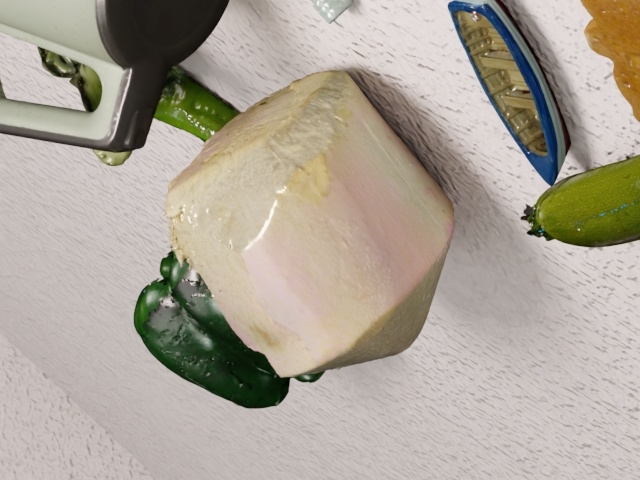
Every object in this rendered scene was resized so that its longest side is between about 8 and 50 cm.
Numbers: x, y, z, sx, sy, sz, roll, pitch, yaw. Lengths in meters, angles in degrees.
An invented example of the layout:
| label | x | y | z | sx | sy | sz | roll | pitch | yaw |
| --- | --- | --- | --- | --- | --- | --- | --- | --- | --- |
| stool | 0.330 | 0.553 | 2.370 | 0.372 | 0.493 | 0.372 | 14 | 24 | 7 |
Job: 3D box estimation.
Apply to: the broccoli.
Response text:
| label | x | y | z | sx | sy | sz | roll | pitch | yaw |
| --- | --- | --- | --- | --- | --- | --- | --- | --- | --- |
| broccoli | -0.258 | -0.214 | 2.171 | 0.198 | 0.177 | 0.275 | 53 | -162 | -15 |

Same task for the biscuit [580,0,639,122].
| label | x | y | z | sx | sy | sz | roll | pitch | yaw |
| --- | --- | --- | --- | --- | --- | --- | --- | --- | --- |
| biscuit | 0.298 | -0.165 | 1.658 | 0.133 | 0.027 | 0.184 | 2 | 136 | 55 |

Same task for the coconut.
| label | x | y | z | sx | sy | sz | roll | pitch | yaw |
| --- | --- | --- | --- | --- | --- | --- | --- | --- | --- |
| coconut | 0.000 | 0.000 | 2.075 | 0.309 | 0.297 | 0.297 | 54 | 154 | -14 |

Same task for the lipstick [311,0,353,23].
| label | x | y | z | sx | sy | sz | roll | pitch | yaw |
| --- | --- | --- | --- | --- | --- | --- | --- | --- | --- |
| lipstick | -0.016 | -0.280 | 1.946 | 0.116 | 0.037 | 0.037 | 48 | 156 | -3 |

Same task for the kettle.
| label | x | y | z | sx | sy | sz | roll | pitch | yaw |
| --- | --- | --- | --- | --- | --- | --- | --- | --- | --- |
| kettle | -0.307 | -0.288 | 2.024 | 0.377 | 0.361 | 0.250 | 24 | -169 | 30 |

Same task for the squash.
| label | x | y | z | sx | sy | sz | roll | pitch | yaw |
| --- | --- | --- | --- | --- | --- | --- | --- | --- | --- |
| squash | 0.294 | -0.039 | 1.811 | 0.087 | 0.087 | 0.331 | 47 | 155 | -12 |

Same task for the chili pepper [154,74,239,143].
| label | x | y | z | sx | sy | sz | roll | pitch | yaw |
| --- | --- | --- | --- | --- | --- | --- | --- | --- | --- |
| chili pepper | -0.142 | -0.152 | 2.313 | 0.359 | 0.076 | 0.085 | 29 | 118 | 23 |

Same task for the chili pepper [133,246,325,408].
| label | x | y | z | sx | sy | sz | roll | pitch | yaw |
| --- | --- | --- | --- | --- | --- | --- | --- | --- | --- |
| chili pepper | -0.100 | 0.081 | 2.455 | 0.257 | 0.248 | 0.233 | 39 | 146 | -17 |

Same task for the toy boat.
| label | x | y | z | sx | sy | sz | roll | pitch | yaw |
| --- | --- | --- | --- | --- | --- | --- | --- | --- | --- |
| toy boat | 0.194 | -0.150 | 1.823 | 0.080 | 0.046 | 0.229 | 12 | 143 | 48 |
